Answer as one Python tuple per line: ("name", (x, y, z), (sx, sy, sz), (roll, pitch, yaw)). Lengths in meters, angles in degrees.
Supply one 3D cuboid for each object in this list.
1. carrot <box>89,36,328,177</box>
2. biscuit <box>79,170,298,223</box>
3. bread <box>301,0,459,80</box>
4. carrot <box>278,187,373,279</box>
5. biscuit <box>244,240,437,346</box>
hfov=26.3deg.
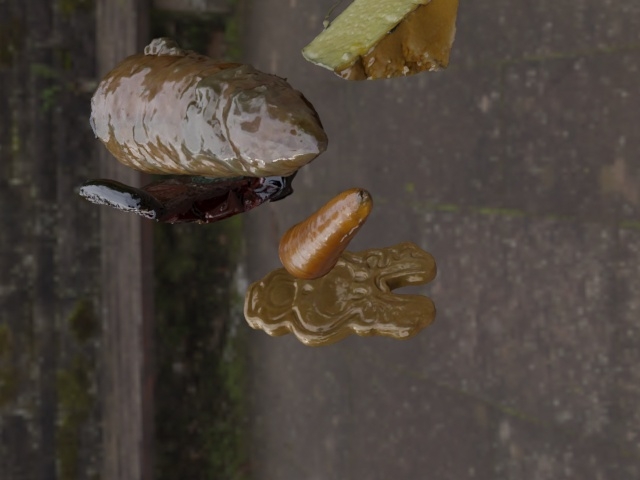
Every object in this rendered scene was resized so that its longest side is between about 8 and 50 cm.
("carrot", (-0.066, -0.078, 0.920), (0.263, 0.102, 0.102), (16, 106, 59))
("biscuit", (-0.149, -0.057, 1.621), (0.151, 0.235, 0.063), (18, 116, 56))
("bread", (0.040, -0.172, 1.056), (0.084, 0.109, 0.080), (28, 122, 49))
("carrot", (0.000, 0.000, 1.264), (0.271, 0.066, 0.062), (134, 128, -80))
("biscuit", (0.023, 0.064, 1.636), (0.144, 0.236, 0.040), (-80, -19, -48))
